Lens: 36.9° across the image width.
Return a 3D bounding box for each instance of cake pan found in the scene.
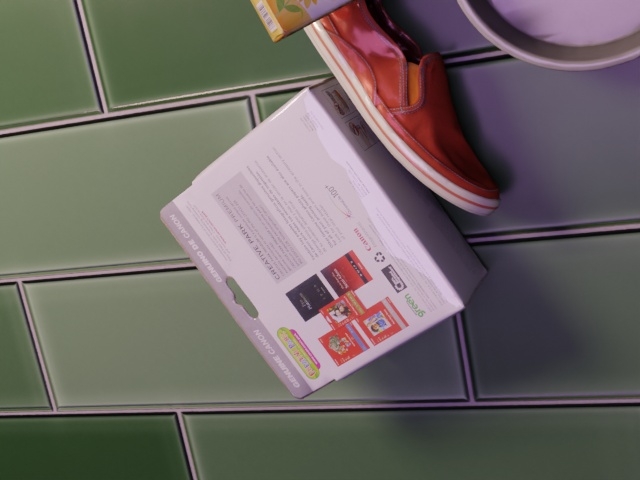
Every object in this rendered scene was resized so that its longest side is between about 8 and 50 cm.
[{"bbox_3d":[0.275,-0.328,1.009,0.293,0.054,0.293,5,109,14],"label":"cake pan"}]

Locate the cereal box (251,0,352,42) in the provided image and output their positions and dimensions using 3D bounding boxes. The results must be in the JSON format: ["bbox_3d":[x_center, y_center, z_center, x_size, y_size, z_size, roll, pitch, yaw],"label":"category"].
[{"bbox_3d":[0.012,-0.345,1.039,0.240,0.047,0.173,-31,96,-17],"label":"cereal box"}]

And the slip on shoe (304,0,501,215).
[{"bbox_3d":[0.106,-0.169,1.106,0.101,0.123,0.331,-37,87,23],"label":"slip on shoe"}]

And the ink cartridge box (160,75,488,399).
[{"bbox_3d":[0.000,0.000,1.190,0.272,0.130,0.309,-34,93,28],"label":"ink cartridge box"}]
